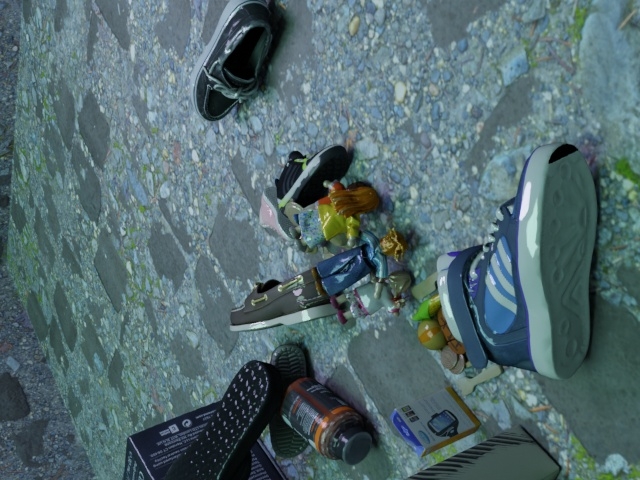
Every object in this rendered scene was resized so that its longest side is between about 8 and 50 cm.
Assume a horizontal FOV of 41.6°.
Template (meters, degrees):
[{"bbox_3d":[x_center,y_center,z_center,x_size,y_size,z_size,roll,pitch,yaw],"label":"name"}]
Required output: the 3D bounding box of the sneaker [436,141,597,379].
[{"bbox_3d":[0.232,0.018,1.118,0.236,0.130,0.322,18,123,48],"label":"sneaker"}]

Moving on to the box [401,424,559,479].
[{"bbox_3d":[0.197,0.368,1.184,0.094,0.275,0.113,47,138,37],"label":"box"}]

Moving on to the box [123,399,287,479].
[{"bbox_3d":[-0.251,0.732,2.018,0.472,0.297,0.480,47,138,34],"label":"box"}]

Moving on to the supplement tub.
[{"bbox_3d":[0.012,0.351,1.622,0.198,0.106,0.106,30,127,49],"label":"supplement tub"}]

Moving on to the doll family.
[{"bbox_3d":[0.053,0.008,1.373,0.163,0.118,0.263,-29,76,16],"label":"doll family"}]

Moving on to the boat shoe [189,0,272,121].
[{"bbox_3d":[-0.164,-0.319,1.605,0.306,0.113,0.105,-51,45,42],"label":"boat shoe"}]

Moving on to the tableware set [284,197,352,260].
[{"bbox_3d":[0.000,0.000,1.517,0.169,0.020,0.141,33,148,23],"label":"tableware set"}]

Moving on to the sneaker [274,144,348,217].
[{"bbox_3d":[-0.033,-0.124,1.512,0.234,0.084,0.097,-45,64,54],"label":"sneaker"}]

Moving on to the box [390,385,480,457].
[{"bbox_3d":[0.174,0.284,1.315,0.081,0.136,0.028,52,141,33],"label":"box"}]

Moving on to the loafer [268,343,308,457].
[{"bbox_3d":[-0.065,0.330,1.765,0.087,0.094,0.251,-135,46,-76],"label":"loafer"}]

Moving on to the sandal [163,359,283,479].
[{"bbox_3d":[-0.191,0.450,1.725,0.445,0.107,0.167,-55,38,13],"label":"sandal"}]

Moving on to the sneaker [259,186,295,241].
[{"bbox_3d":[-0.079,-0.036,1.652,0.134,0.051,0.070,58,146,30],"label":"sneaker"}]

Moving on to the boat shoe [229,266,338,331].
[{"bbox_3d":[-0.085,0.122,1.671,0.324,0.117,0.096,-18,83,54],"label":"boat shoe"}]

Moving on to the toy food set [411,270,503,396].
[{"bbox_3d":[0.199,0.143,1.309,0.192,0.038,0.132,65,146,15],"label":"toy food set"}]
